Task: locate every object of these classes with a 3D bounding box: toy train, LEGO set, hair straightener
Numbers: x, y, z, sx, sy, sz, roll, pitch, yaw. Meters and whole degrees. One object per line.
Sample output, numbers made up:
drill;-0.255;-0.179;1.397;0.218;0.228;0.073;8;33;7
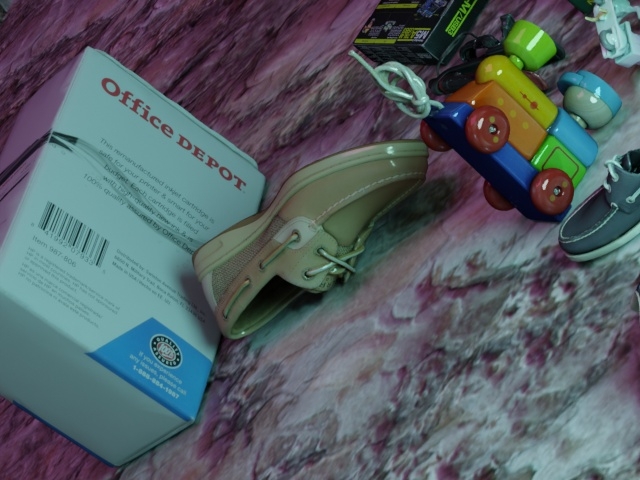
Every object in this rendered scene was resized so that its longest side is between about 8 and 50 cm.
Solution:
toy train;0.154;-0.141;1.703;0.143;0.248;0.105;-54;22;-13
LEGO set;0.369;-0.257;1.693;0.287;0.107;0.132;-21;73;45
hair straightener;0.184;-0.189;1.988;0.089;0.047;0.230;-59;19;-15

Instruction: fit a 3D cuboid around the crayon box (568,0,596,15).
crayon box;0.269;-0.455;1.842;0.363;0.313;0.106;-45;24;18

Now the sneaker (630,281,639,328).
sneaker;0.280;0.065;1.406;0.086;0.064;0.192;-54;21;18

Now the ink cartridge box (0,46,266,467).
ink cartridge box;-0.251;0.015;2.203;0.166;0.285;0.395;-34;29;39

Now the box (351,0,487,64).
box;0.137;-0.289;2.211;0.184;0.045;0.190;-59;24;-9

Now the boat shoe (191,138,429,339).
boat shoe;0.000;0.000;1.994;0.341;0.121;0.110;-35;66;43

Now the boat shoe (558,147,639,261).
boat shoe;0.267;-0.062;1.599;0.206;0.065;0.075;-40;26;28
